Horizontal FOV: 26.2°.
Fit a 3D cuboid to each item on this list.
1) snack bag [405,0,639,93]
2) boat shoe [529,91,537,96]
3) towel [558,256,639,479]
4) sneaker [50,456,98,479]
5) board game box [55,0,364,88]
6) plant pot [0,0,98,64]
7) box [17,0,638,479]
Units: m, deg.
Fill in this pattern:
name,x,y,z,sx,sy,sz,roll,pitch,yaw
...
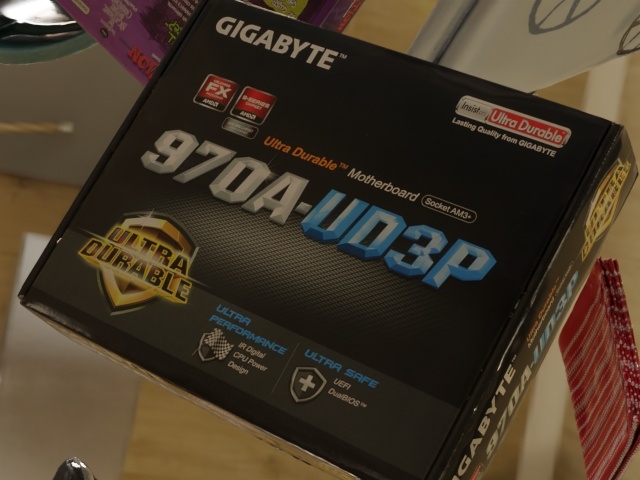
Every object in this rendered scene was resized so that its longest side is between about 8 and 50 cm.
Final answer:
name,x,y,z,sx,sy,sz,roll,pitch,yaw
snack bag,0.215,-0.209,0.701,0.037,0.342,0.323,50,-45,20
boat shoe,0.202,-0.153,1.676,0.079,0.254,0.095,43,-29,28
towel,0.359,0.180,1.768,0.199,0.031,0.275,104,-11,-46
sneaker,-0.204,0.214,0.943,0.228,0.086,0.132,-15,-148,37
board game box,-0.123,-0.245,1.006,0.208,0.347,0.056,-51,164,20
plant pot,-0.244,-0.354,1.313,0.334,0.341,0.341,-55,160,-75
box,0.000,0.000,0.597,0.175,0.220,0.051,-60,150,-12
